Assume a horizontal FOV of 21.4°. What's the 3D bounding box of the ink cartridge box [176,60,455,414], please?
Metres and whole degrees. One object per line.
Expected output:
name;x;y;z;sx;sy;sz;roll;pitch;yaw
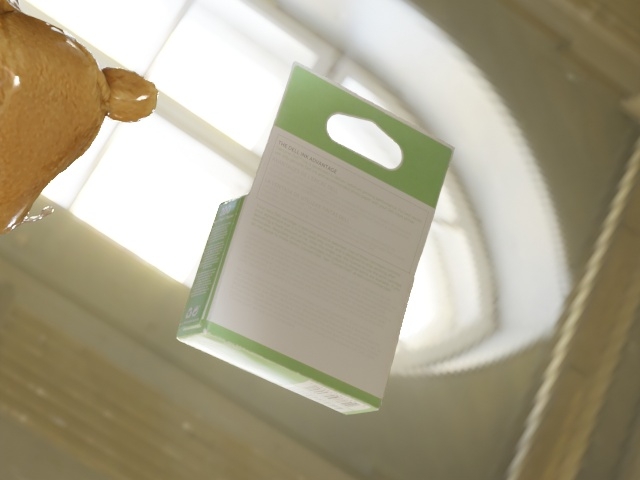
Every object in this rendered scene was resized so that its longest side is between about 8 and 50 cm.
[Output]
ink cartridge box;0.000;0.000;1.354;0.056;0.171;0.235;-16;-127;57

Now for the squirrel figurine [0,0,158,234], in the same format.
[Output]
squirrel figurine;-0.287;-0.193;1.328;0.370;0.281;0.397;27;-85;50
